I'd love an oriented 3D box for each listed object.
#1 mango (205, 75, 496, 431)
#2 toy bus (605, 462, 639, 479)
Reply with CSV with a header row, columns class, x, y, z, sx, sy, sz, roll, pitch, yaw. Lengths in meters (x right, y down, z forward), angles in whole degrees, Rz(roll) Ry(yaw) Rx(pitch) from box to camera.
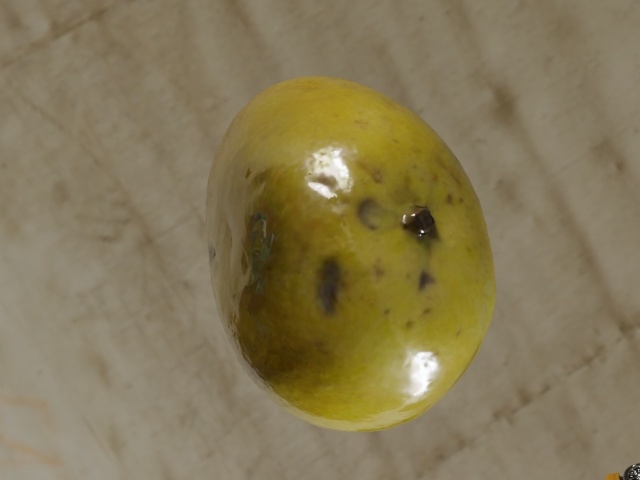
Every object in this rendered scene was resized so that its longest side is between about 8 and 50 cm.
class,x,y,z,sx,sy,sz,roll,pitch,yaw
mango,0.000,0.000,0.574,0.195,0.098,0.137,37,-57,59
toy bus,0.352,0.258,1.207,0.195,0.088,0.083,-3,-57,25
